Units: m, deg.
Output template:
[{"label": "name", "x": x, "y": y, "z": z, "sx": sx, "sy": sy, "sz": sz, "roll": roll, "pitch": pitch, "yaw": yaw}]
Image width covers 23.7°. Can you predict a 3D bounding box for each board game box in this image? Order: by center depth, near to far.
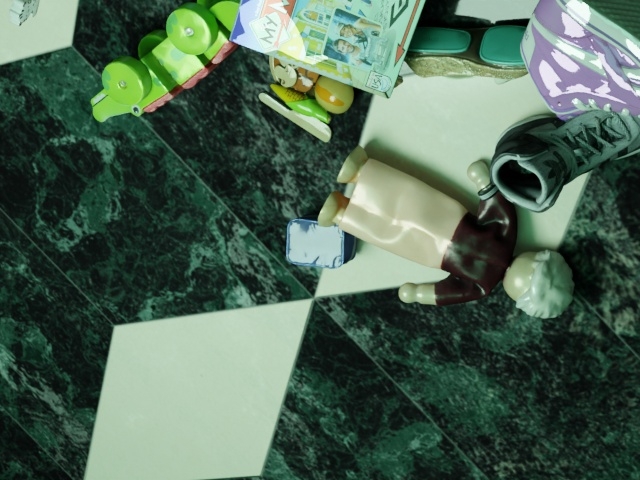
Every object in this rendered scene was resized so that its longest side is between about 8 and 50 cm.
[{"label": "board game box", "x": 0.036, "y": -0.348, "z": 1.808, "sx": 0.213, "sy": 0.046, "sz": 0.317, "roll": 20, "pitch": 119, "yaw": 1}]

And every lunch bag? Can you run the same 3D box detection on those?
[{"label": "lunch bag", "x": 0.000, "y": 0.000, "z": 2.102, "sx": 0.098, "sy": 0.065, "sz": 0.067, "roll": 8, "pitch": 101, "yaw": 20}]

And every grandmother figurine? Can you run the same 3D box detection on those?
[{"label": "grandmother figurine", "x": 0.177, "y": -0.005, "z": 1.991, "sx": 0.342, "sy": 0.104, "sz": 0.208, "roll": 28, "pitch": 113, "yaw": 7}]

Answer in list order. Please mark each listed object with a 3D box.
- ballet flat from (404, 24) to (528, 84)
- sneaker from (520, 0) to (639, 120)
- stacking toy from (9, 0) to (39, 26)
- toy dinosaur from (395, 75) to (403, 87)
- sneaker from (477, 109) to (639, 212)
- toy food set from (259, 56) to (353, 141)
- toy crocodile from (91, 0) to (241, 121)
[{"label": "ballet flat", "x": 0.199, "y": -0.227, "z": 1.877, "sx": 0.206, "sy": 0.073, "sz": 0.067, "roll": 9, "pitch": 149, "yaw": 26}, {"label": "sneaker", "x": 0.348, "y": -0.169, "z": 1.696, "sx": 0.282, "sy": 0.102, "sz": 0.161, "roll": 43, "pitch": 135, "yaw": 13}, {"label": "stacking toy", "x": -0.459, "y": -0.421, "z": 2.099, "sx": 0.167, "sy": 0.052, "sz": 0.221, "roll": 27, "pitch": 126, "yaw": 10}, {"label": "toy dinosaur", "x": 0.026, "y": -0.275, "z": 1.912, "sx": 0.211, "sy": 0.064, "sz": 0.112, "roll": 44, "pitch": 110, "yaw": 8}, {"label": "sneaker", "x": 0.311, "y": -0.111, "z": 1.820, "sx": 0.268, "sy": 0.153, "sz": 0.101, "roll": -22, "pitch": 106, "yaw": 35}, {"label": "toy food set", "x": -0.011, "y": -0.222, "z": 1.993, "sx": 0.132, "sy": 0.038, "sz": 0.192, "roll": 31, "pitch": 128, "yaw": 8}, {"label": "toy crocodile", "x": -0.183, "y": -0.245, "z": 2.020, "sx": 0.340, "sy": 0.115, "sz": 0.105, "roll": -31, "pitch": 101, "yaw": 36}]
